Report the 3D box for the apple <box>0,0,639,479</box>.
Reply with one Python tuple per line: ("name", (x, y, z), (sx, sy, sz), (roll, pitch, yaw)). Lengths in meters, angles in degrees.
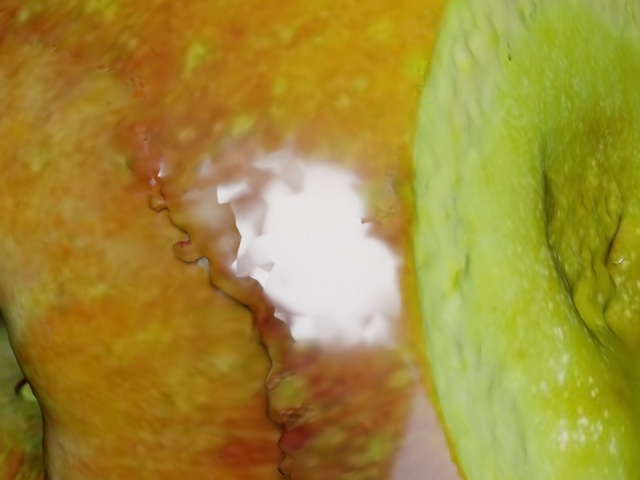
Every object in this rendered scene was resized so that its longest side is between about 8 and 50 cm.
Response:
("apple", (0.000, 0.000, 0.658), (0.374, 0.384, 0.374), (-33, 153, -20))
